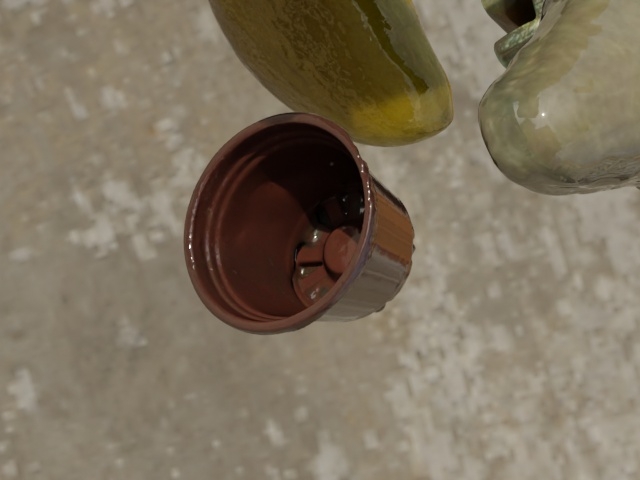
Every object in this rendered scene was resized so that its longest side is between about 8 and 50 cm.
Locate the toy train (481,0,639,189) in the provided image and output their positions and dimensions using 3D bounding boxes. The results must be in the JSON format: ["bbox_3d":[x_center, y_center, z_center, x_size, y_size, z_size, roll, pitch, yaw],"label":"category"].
[{"bbox_3d":[0.271,-0.158,1.630,0.326,0.129,0.159,37,38,-39],"label":"toy train"}]

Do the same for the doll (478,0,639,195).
[{"bbox_3d":[0.064,-0.186,0.846,0.378,0.252,0.382,42,40,14],"label":"doll"}]

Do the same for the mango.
[{"bbox_3d":[-0.006,-0.232,1.909,0.332,0.195,0.142,62,29,-17],"label":"mango"}]

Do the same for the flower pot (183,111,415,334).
[{"bbox_3d":[0.000,0.000,0.932,0.089,0.111,0.111,22,59,-56],"label":"flower pot"}]
